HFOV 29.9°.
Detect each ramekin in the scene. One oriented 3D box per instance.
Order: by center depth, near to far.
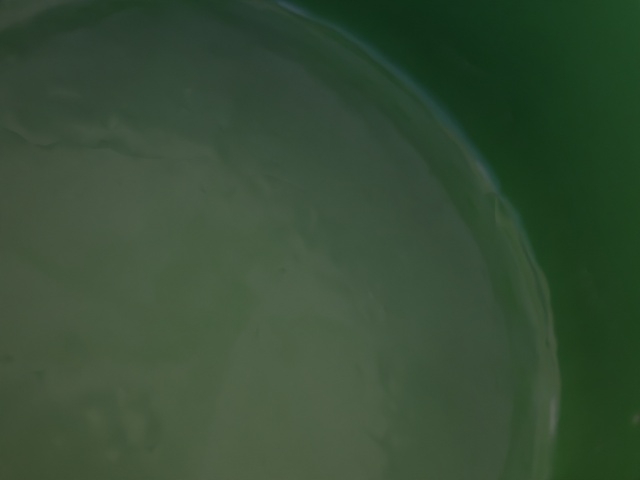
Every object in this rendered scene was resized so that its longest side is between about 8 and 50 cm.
[{"bbox_3d":[0.000,0.000,0.299,0.303,0.303,0.148,18,150,-22],"label":"ramekin"}]
